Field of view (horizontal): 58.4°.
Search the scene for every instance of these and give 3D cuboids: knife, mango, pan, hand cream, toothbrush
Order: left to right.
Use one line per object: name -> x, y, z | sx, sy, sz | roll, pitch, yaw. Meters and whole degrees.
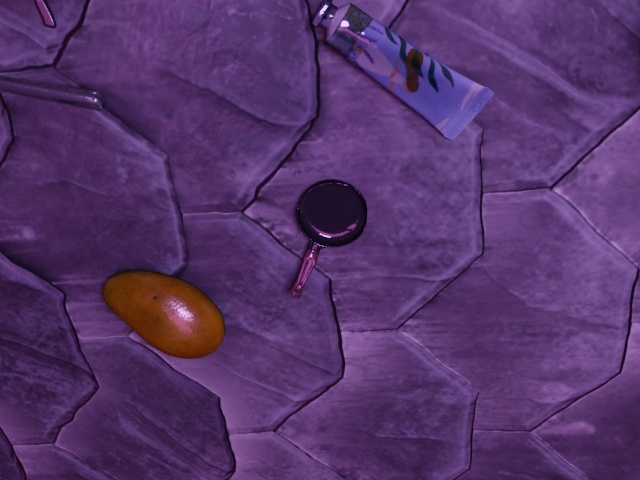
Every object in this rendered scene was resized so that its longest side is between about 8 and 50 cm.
toothbrush -> -0.470, -0.232, 0.852 | 0.297, 0.031, 0.030 | 10, 143, -2
knife -> -0.411, -0.376, 0.784 | 0.023, 0.010, 0.170 | -17, 113, 6
mango -> -0.269, 0.122, 0.984 | 0.227, 0.099, 0.136 | 28, 119, 0
pan -> 0.000, -0.001, 0.925 | 0.114, 0.040, 0.212 | 22, 110, -8
hand cream -> 0.111, -0.242, 0.791 | 0.271, 0.058, 0.091 | 30, 119, -17
